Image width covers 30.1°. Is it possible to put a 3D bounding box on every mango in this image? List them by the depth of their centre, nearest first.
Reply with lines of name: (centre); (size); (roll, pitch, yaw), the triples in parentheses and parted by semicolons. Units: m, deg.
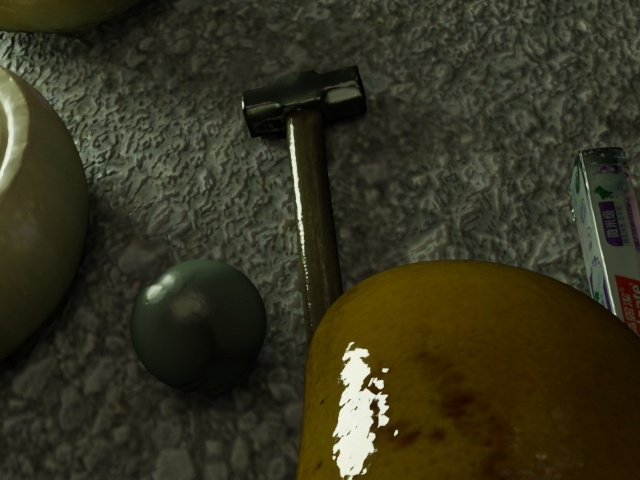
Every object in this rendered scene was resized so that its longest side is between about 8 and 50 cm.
mango: (0.102, 0.152, 0.718); (0.263, 0.221, 0.378); (-24, 41, 3)

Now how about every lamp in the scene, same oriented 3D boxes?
lamp: (-0.094, 0.065, 0.922); (0.105, 0.105, 0.105); (-9, 51, 11)

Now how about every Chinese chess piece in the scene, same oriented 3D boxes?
Chinese chess piece: (-0.370, -0.014, 1.053); (0.338, 0.141, 0.338); (-9, 51, 11)

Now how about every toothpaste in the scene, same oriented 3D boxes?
toothpaste: (0.223, 0.016, 0.897); (0.040, 0.047, 0.196); (-1, 51, -1)

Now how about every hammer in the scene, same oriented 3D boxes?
hammer: (0.000, 0.000, 0.990); (0.111, 0.043, 0.366); (-12, 52, 7)

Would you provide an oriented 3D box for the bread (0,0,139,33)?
bread: (-0.326, -0.320, 1.262); (0.314, 0.171, 0.192); (31, 64, 35)
